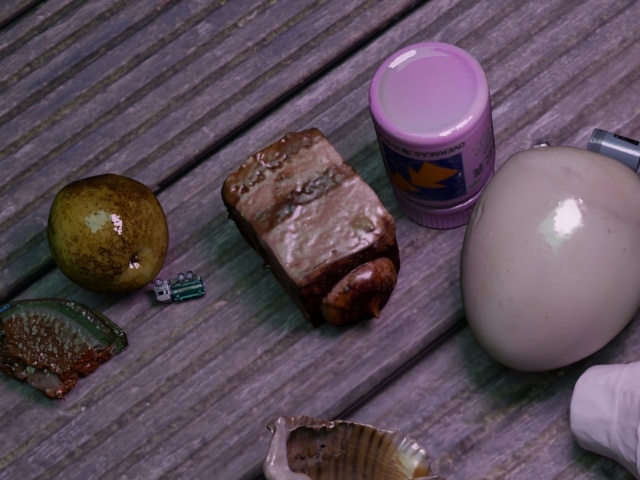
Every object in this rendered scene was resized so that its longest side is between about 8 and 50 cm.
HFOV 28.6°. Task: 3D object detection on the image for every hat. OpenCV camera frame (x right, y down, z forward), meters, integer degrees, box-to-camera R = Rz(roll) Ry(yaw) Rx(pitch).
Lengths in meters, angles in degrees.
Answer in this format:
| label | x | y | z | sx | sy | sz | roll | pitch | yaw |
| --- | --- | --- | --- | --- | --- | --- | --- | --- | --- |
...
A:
| label | x | y | z | sx | sy | sz | roll | pitch | yaw |
| --- | --- | --- | --- | --- | --- | --- | --- | --- | --- |
| hat | 0.428 | 0.245 | 1.766 | 0.126 | 0.203 | 0.203 | 5 | 63 | 33 |

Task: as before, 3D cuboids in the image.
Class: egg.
| label | x | y | z | sx | sy | sz | roll | pitch | yaw |
| --- | --- | --- | --- | --- | --- | --- | --- | --- | --- |
| egg | 0.342 | 0.027 | 1.817 | 0.283 | 0.283 | 0.345 | 21 | 83 | 19 |

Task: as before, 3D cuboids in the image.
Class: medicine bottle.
| label | x | y | z | sx | sy | sz | roll | pitch | yaw |
| --- | --- | --- | --- | --- | --- | --- | --- | --- | --- |
| medicine bottle | 0.178 | -0.154 | 1.928 | 0.178 | 0.291 | 0.178 | -4 | 63 | 8 |

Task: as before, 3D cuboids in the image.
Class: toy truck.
| label | x | y | z | sx | sy | sz | roll | pitch | yaw |
| --- | --- | --- | --- | --- | --- | --- | --- | --- | --- |
| toy truck | -0.229 | 0.077 | 2.031 | 0.083 | 0.039 | 0.044 | -14 | 76 | 2 |

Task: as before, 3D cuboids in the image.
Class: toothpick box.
| label | x | y | z | sx | sy | sz | roll | pitch | yaw |
| --- | --- | --- | --- | --- | --- | --- | --- | --- | --- |
| toothpick box | 0.471 | -0.144 | 2.004 | 0.083 | 0.052 | 0.052 | 19 | 69 | 17 |

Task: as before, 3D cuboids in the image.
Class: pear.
| label | x | y | z | sx | sy | sz | roll | pitch | yaw |
| --- | --- | --- | --- | --- | --- | --- | --- | --- | --- |
| pear | -0.337 | -0.003 | 2.005 | 0.197 | 0.197 | 0.197 | -4 | 63 | 8 |

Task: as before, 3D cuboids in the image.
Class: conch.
| label | x | y | z | sx | sy | sz | roll | pitch | yaw |
| --- | --- | --- | --- | --- | --- | --- | --- | --- | --- |
| conch | 0.016 | 0.370 | 1.764 | 0.186 | 0.324 | 0.263 | -43 | 59 | 40 |

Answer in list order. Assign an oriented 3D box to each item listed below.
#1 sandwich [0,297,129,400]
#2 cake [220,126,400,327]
| label | x | y | z | sx | sy | sz | roll | pitch | yaw |
| --- | --- | --- | --- | --- | --- | --- | --- | --- | --- |
| sandwich | -0.441 | 0.155 | 2.007 | 0.235 | 0.079 | 0.159 | 24 | 70 | 20 |
| cake | 0.000 | 0.000 | 1.942 | 0.196 | 0.199 | 0.293 | -32 | 64 | -9 |
